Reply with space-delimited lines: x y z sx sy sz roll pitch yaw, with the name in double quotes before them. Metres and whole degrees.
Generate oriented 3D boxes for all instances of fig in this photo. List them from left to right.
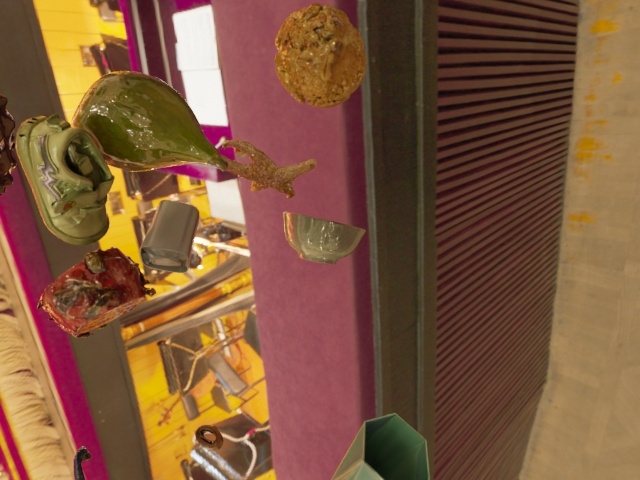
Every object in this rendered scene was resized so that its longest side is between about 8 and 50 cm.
"fig" -0.380 -0.234 0.953 0.314 0.233 0.233 37 145 -23

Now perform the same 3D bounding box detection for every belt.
"belt" -0.314 0.559 1.180 0.083 0.059 0.036 17 141 24

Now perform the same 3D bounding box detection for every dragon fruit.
"dragon fruit" -0.496 0.127 0.939 0.147 0.211 0.282 48 133 -4

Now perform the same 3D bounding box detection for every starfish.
"starfish" -0.155 -0.175 1.130 0.302 0.299 0.060 85 -170 -71

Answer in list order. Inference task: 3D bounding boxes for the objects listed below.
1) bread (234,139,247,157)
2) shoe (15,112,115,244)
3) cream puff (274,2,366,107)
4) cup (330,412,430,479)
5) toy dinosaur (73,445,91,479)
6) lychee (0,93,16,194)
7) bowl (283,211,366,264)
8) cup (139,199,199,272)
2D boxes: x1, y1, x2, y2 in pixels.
"bread" -0.312 -0.359 1.644 0.109 0.043 0.062 34 97 40
"shoe" -0.481 -0.106 0.798 0.128 0.140 0.262 7 122 29
"cream puff" -0.001 -0.341 0.781 0.189 0.129 0.189 6 133 6
"cup" 0.104 0.473 0.831 0.134 0.148 0.236 20 125 -3
"toy dinosaur" -0.438 0.468 0.721 0.188 0.075 0.248 58 173 13
"lychee" -0.387 -0.103 0.300 0.271 0.271 0.271 21 121 40
"bowl" 0.000 0.000 1.421 0.289 0.289 0.146 13 91 43
"cup" -0.313 0.002 0.879 0.128 0.095 0.129 117 162 -55
